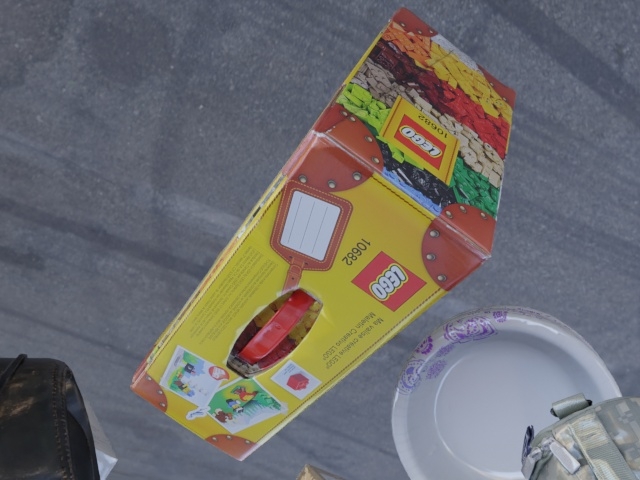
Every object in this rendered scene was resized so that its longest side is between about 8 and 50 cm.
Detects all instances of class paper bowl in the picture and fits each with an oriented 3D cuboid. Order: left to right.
[{"bbox_3d":[0.245,0.227,0.838,0.284,0.284,0.148,-5,-178,16],"label":"paper bowl"}]

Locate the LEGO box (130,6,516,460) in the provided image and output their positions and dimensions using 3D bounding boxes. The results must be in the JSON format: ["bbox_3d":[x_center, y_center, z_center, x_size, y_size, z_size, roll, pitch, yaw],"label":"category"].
[{"bbox_3d":[0.000,0.000,0.817,0.193,0.372,0.500,36,130,-7],"label":"LEGO box"}]

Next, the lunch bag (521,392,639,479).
[{"bbox_3d":[0.317,0.295,0.522,0.213,0.305,0.256,-34,131,8],"label":"lunch bag"}]

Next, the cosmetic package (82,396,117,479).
[{"bbox_3d":[-0.531,0.401,1.185,0.155,0.197,0.366,39,164,-26],"label":"cosmetic package"}]

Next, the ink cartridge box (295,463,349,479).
[{"bbox_3d":[0.074,0.521,1.127,0.193,0.088,0.235,35,174,-38],"label":"ink cartridge box"}]

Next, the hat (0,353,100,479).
[{"bbox_3d":[-0.207,0.176,0.394,0.134,0.331,0.331,4,141,-17],"label":"hat"}]
